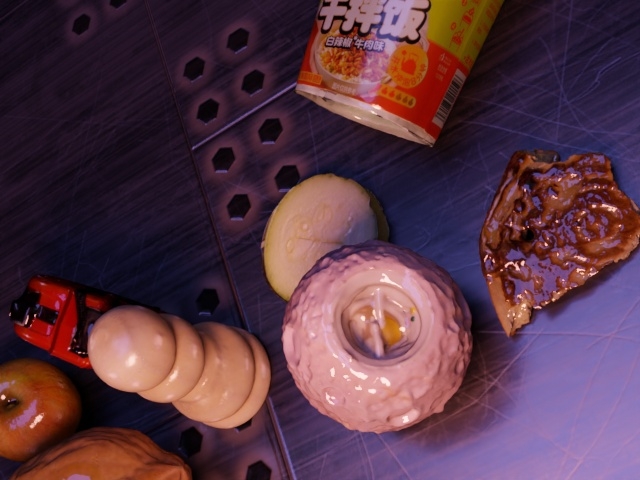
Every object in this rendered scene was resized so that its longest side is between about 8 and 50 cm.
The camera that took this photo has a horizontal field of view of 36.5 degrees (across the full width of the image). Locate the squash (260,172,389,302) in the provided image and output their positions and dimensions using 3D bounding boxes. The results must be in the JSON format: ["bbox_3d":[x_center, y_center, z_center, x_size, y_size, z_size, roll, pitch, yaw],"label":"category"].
[{"bbox_3d":[0.003,0.001,1.514,0.219,0.041,0.219,-12,67,30],"label":"squash"}]

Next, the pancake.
[{"bbox_3d":[0.305,-0.021,1.339,0.257,0.056,0.212,-36,66,5],"label":"pancake"}]

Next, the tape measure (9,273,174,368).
[{"bbox_3d":[-0.362,0.131,1.540,0.260,0.253,0.114,17,85,32],"label":"tape measure"}]

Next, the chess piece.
[{"bbox_3d":[-0.216,0.179,1.416,0.167,0.300,0.167,-9,71,27],"label":"chess piece"}]

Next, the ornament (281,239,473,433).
[{"bbox_3d":[0.078,0.131,1.309,0.259,0.225,0.259,0,73,-1],"label":"ornament"}]

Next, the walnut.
[{"bbox_3d":[-0.319,0.430,1.402,0.344,0.306,0.306,-40,59,16],"label":"walnut"}]

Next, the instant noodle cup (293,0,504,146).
[{"bbox_3d":[0.120,-0.321,1.436,0.294,0.294,0.307,22,92,33],"label":"instant noodle cup"}]

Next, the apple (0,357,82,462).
[{"bbox_3d":[-0.485,0.284,1.622,0.182,0.155,0.182,-6,65,13],"label":"apple"}]
